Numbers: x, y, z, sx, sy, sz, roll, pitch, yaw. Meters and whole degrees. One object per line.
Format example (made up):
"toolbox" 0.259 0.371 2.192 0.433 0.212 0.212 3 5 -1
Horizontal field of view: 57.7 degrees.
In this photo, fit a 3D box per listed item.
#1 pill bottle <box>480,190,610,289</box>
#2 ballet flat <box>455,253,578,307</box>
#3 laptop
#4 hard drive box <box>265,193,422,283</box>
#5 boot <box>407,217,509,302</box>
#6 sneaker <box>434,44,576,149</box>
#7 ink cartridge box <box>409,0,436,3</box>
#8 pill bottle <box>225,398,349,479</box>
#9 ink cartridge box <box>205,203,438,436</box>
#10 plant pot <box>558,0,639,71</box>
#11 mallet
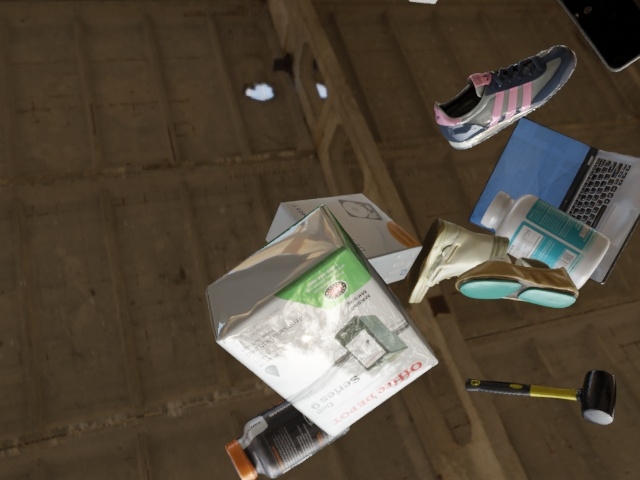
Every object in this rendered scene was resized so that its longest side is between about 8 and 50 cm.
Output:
"pill bottle" 0.510 -0.011 1.342 0.264 0.146 0.146 34 -124 17
"ballet flat" 0.310 0.060 0.935 0.232 0.080 0.073 11 -123 -24
"laptop" 0.736 -0.137 1.781 0.236 0.382 0.408 21 -171 -25
"hard drive box" 0.047 0.005 1.083 0.232 0.089 0.181 -12 -133 -47
"boot" 0.279 0.061 1.202 0.165 0.213 0.077 12 -143 -8
"sneaker" 0.394 -0.330 1.257 0.131 0.319 0.112 39 -158 -40
"ink cartridge box" 0.219 -0.569 0.956 0.069 0.371 0.176 2 -98 -8
"pill bottle" -0.072 0.403 1.211 0.245 0.130 0.130 -27 -113 -19
"ink cartridge box" 0.011 0.126 0.841 0.211 0.289 0.121 -37 -144 6
"plant pot" 0.440 -0.372 0.773 0.188 0.187 0.167 53 -132 -1
"mallet" 0.287 0.190 0.763 0.189 0.039 0.062 3 -135 40
